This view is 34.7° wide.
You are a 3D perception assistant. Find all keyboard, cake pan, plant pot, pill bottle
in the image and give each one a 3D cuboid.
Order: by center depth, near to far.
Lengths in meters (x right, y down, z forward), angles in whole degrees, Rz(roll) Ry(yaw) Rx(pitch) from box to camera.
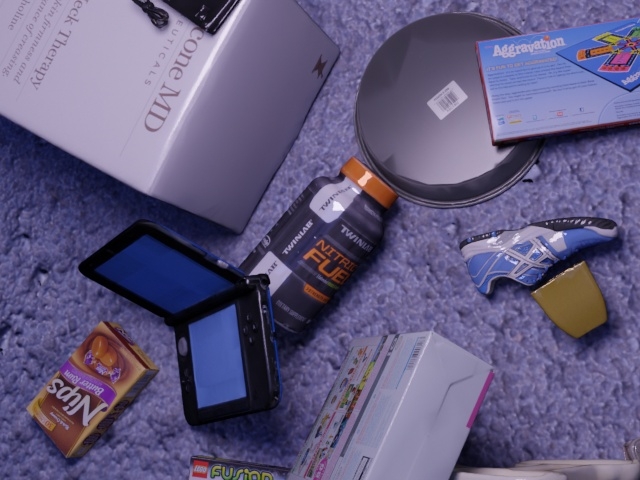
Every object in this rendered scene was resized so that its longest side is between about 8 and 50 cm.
[{"bbox_3d":[-0.186,-0.318,1.269,0.180,0.023,0.108,37,86,21],"label":"keyboard"},{"bbox_3d":[0.332,0.081,1.340,0.081,0.081,0.083,-33,84,11],"label":"plant pot"},{"bbox_3d":[0.000,0.000,1.438,0.130,0.130,0.245,42,96,20],"label":"pill bottle"},{"bbox_3d":[0.180,-0.193,1.450,0.293,0.054,0.293,-3,80,18],"label":"cake pan"}]

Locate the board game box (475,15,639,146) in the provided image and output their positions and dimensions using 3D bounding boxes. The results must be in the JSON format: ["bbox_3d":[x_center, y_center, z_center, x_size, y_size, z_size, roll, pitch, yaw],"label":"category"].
[{"bbox_3d":[0.359,-0.217,1.370,0.282,0.027,0.145,-8,79,2],"label":"board game box"}]

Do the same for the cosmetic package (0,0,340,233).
[{"bbox_3d":[-0.248,-0.257,1.463,0.394,0.327,0.329,28,91,20],"label":"cosmetic package"}]

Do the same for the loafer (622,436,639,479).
[{"bbox_3d":[0.419,0.311,1.295,0.045,0.039,0.125,-14,77,-18],"label":"loafer"}]

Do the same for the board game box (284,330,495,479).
[{"bbox_3d":[0.075,0.235,1.260,0.098,0.303,0.224,29,77,-11],"label":"board game box"}]

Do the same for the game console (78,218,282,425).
[{"bbox_3d":[-0.200,0.123,1.389,0.293,0.173,0.250,-27,68,58],"label":"game console"}]

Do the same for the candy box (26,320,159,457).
[{"bbox_3d":[-0.348,0.228,1.562,0.109,0.053,0.186,43,97,19],"label":"candy box"}]

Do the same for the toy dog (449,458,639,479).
[{"bbox_3d":[0.201,0.473,1.216,0.396,0.285,0.407,-8,78,31],"label":"toy dog"}]

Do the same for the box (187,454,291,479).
[{"bbox_3d":[-0.092,0.375,1.456,0.207,0.036,0.114,4,82,20],"label":"box"}]

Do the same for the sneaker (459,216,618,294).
[{"bbox_3d":[0.295,0.016,1.369,0.211,0.080,0.081,-15,83,26],"label":"sneaker"}]
